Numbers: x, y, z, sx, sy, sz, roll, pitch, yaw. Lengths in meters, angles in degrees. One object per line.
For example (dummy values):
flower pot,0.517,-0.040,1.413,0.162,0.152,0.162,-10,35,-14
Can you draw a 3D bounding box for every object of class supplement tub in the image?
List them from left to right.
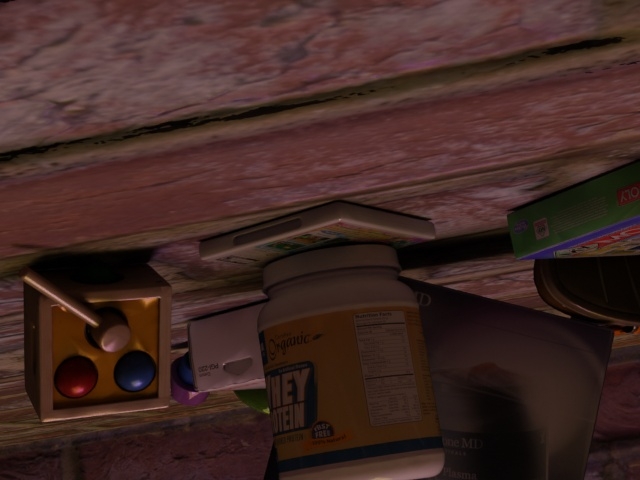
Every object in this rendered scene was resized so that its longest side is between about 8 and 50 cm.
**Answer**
supplement tub,0.023,0.114,0.998,0.144,0.199,0.144,-9,168,-2

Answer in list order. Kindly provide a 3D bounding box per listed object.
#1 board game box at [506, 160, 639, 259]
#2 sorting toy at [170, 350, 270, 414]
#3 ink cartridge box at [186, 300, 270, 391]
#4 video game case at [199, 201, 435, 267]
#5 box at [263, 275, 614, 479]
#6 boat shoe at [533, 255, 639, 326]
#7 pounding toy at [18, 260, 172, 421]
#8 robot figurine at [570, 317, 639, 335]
board game box,0.340,-0.044,0.948,0.214,0.046,0.317,-2,167,-33
sorting toy,-0.035,0.165,1.654,0.366,0.127,0.126,0,137,-26
ink cartridge box,-0.034,0.130,1.419,0.159,0.092,0.218,-17,168,35
video game case,0.000,0.000,0.981,0.143,0.019,0.157,-16,166,32
box,0.105,0.200,1.147,0.296,0.294,0.183,14,168,3
boat shoe,0.330,0.038,1.182,0.307,0.110,0.104,-2,166,-29
pounding toy,-0.192,0.074,0.952,0.130,0.141,0.100,-4,-164,-24
robot figurine,0.442,0.061,1.450,0.211,0.085,0.291,-4,167,-20
